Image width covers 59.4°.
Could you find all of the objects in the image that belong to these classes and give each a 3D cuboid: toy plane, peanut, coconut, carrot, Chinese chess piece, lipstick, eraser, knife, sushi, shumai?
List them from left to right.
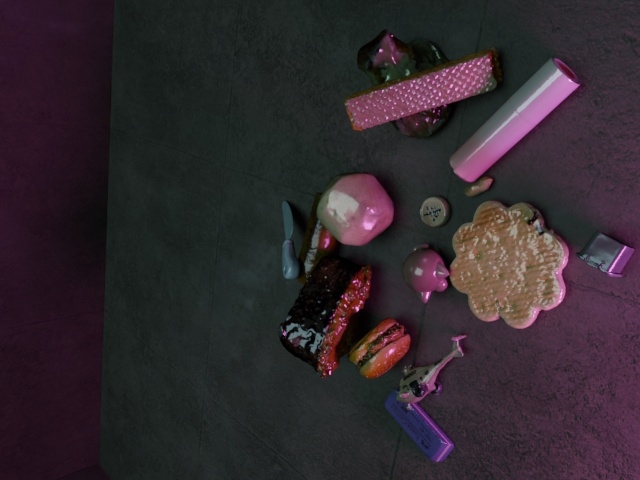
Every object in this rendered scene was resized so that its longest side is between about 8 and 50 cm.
[{"bbox_3d":[-0.103,-0.019,1.832,0.080,0.044,0.331,122,150,-47],"label":"knife"},{"bbox_3d":[0.000,0.000,1.768,0.114,0.114,0.302,29,112,39],"label":"carrot"},{"bbox_3d":[0.036,0.219,1.685,0.207,0.234,0.348,23,84,29],"label":"sushi"},{"bbox_3d":[0.093,-0.100,1.597,0.224,0.224,0.224,8,101,45],"label":"coconut"},{"bbox_3d":[0.207,-0.393,1.440,0.222,0.204,0.272,-37,73,43],"label":"shumai"},{"bbox_3d":[0.279,0.528,1.607,0.225,0.036,0.082,46,123,32],"label":"eraser"},{"bbox_3d":[0.298,0.360,1.533,0.286,0.092,0.108,-49,52,35],"label":"toy plane"},{"bbox_3d":[0.307,-0.077,1.498,0.084,0.034,0.084,7,101,43],"label":"Chinese chess piece"},{"bbox_3d":[0.395,-0.134,1.401,0.083,0.037,0.037,-36,70,43],"label":"peanut"},{"bbox_3d":[0.439,-0.270,1.299,0.327,0.087,0.087,-48,63,38],"label":"lipstick"}]

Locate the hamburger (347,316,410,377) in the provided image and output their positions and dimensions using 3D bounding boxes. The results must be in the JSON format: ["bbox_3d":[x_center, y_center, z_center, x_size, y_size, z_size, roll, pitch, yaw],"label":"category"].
[{"bbox_3d":[0.175,0.304,1.588,0.118,0.182,0.191,43,117,14],"label":"hamburger"}]

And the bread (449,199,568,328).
[{"bbox_3d":[0.451,0.057,1.357,0.316,0.054,0.316,7,100,44],"label":"bread"}]

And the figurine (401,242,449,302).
[{"bbox_3d":[0.280,0.082,1.495,0.125,0.125,0.138,-62,39,31],"label":"figurine"}]

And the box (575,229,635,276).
[{"bbox_3d":[0.596,0.027,1.165,0.084,0.122,0.069,40,110,33],"label":"box"}]

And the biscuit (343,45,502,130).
[{"bbox_3d":[0.246,-0.361,1.359,0.379,0.054,0.094,-14,118,14],"label":"biscuit"}]
